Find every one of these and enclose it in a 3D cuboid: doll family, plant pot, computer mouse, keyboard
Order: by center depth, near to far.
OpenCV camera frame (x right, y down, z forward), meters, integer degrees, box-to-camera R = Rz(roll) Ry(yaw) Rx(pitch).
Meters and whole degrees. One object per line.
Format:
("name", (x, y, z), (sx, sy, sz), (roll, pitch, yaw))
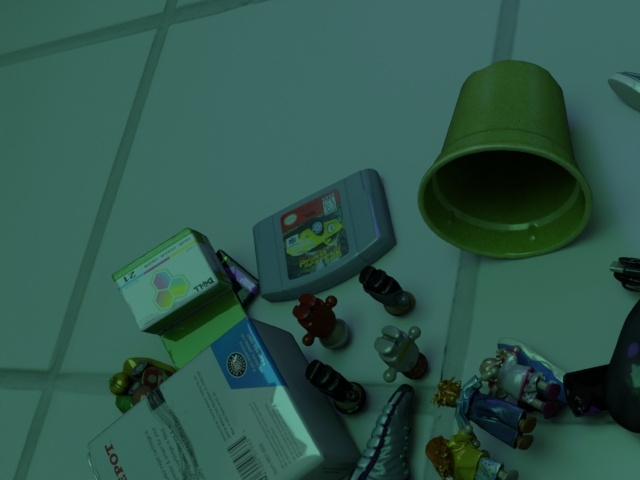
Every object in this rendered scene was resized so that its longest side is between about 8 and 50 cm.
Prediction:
("computer mouse", (0.481, 0.141, 1.352), (0.188, 0.072, 0.272), (12, 66, 29))
("keyboard", (0.458, 0.225, 1.378), (0.192, 0.038, 0.100), (-14, 55, 17))
("doll family", (0.237, 0.282, 1.410), (0.163, 0.118, 0.263), (21, 99, 45))
("plant pot", (0.313, -0.152, 1.572), (0.276, 0.276, 0.254), (-13, 46, 30))

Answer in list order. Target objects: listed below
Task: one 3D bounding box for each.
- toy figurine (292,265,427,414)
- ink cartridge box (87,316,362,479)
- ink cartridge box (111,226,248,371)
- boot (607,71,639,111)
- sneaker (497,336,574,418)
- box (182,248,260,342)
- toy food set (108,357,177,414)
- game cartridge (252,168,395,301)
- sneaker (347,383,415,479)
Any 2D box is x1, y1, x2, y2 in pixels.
("toy figurine", (0.073, 0.172, 1.624), (0.209, 0.148, 0.213), (-27, 49, 14))
("ink cartridge box", (-0.173, 0.368, 1.630), (0.395, 0.166, 0.285), (-38, 62, 13))
("ink cartridge box", (-0.258, 0.134, 1.838), (0.188, 0.097, 0.255), (-32, 74, 5))
("boot", (0.573, -0.248, 1.552), (0.086, 0.069, 0.190), (-48, 55, -6))
("sneaker", (0.318, 0.217, 1.468), (0.152, 0.058, 0.084), (34, 79, 36))
("box", (-0.209, 0.115, 1.898), (0.116, 0.029, 0.162), (38, 91, 13))
("toy food set", (-0.356, 0.299, 1.906), (0.217, 0.071, 0.128), (10, 72, 39))
("game cartridge", (0.000, 0.000, 1.832), (0.294, 0.060, 0.196), (-26, 56, 22))
("sneaker", (0.122, 0.350, 1.544), (0.098, 0.083, 0.224), (25, 76, 13))
